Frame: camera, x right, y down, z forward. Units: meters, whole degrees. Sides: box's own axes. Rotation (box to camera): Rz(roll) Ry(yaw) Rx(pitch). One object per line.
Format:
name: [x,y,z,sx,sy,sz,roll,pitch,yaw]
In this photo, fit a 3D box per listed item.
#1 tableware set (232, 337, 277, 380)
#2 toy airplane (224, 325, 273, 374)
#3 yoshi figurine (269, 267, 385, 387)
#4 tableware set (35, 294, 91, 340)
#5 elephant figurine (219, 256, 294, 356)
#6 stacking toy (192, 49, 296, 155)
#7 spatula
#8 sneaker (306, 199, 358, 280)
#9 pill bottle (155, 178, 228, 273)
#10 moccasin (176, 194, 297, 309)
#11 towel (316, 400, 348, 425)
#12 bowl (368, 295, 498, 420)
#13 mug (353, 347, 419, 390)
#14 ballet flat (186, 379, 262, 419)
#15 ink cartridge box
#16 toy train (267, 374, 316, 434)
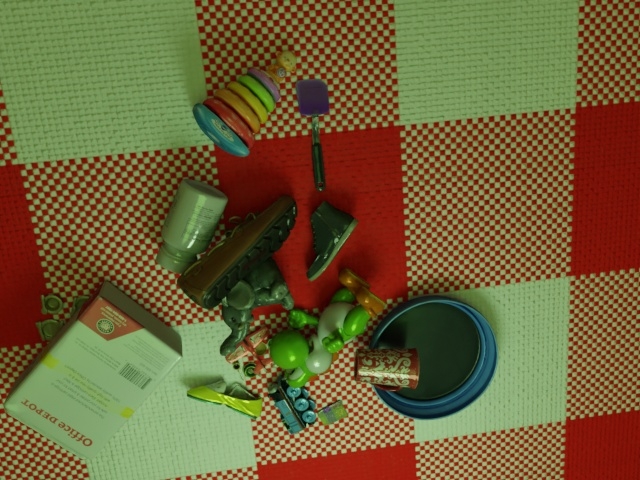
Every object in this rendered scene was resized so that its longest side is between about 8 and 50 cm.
tableware set: [-0.180,0.346,1.898,0.154,0.024,0.104,-22,108,0]
toy airplane: [-0.192,0.318,1.867,0.151,0.028,0.151,0,80,-1]
yoshi figurine: [-0.005,0.248,1.808,0.203,0.203,0.362,40,97,9]
tableware set: [-0.698,0.216,1.795,0.169,0.020,0.141,4,106,-8]
elephant figurine: [-0.205,0.161,1.762,0.239,0.186,0.169,-25,133,-6]
stacking toy: [-0.164,-0.365,1.638,0.175,0.166,0.302,45,82,-16]
spatula: [-0.011,-0.276,1.728,0.084,0.030,0.296,-8,107,-7]
sneaker: [0.000,0.000,1.799,0.118,0.083,0.222,35,107,4]
pill bottle: [-0.343,-0.034,1.706,0.131,0.131,0.229,22,103,-13]
moccasin: [-0.211,0.011,1.706,0.147,0.139,0.380,38,75,24]
towel: [0.037,0.527,1.987,0.083,0.009,0.060,-27,109,2]
bowl: [0.328,0.344,1.933,0.391,0.077,0.391,-2,107,-6]
mug: [0.180,0.371,1.827,0.169,0.113,0.150,4,104,-5]
ballet flat: [-0.274,0.453,1.900,0.231,0.077,0.077,24,81,-16]
ink cartridge box: [-0.603,0.347,1.752,0.279,0.160,0.384,42,91,-19]
toy train: [-0.084,0.481,1.924,0.105,0.080,0.184,-26,108,7]
